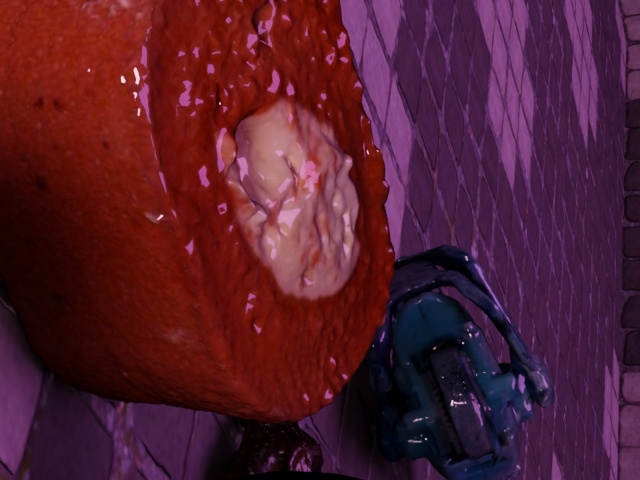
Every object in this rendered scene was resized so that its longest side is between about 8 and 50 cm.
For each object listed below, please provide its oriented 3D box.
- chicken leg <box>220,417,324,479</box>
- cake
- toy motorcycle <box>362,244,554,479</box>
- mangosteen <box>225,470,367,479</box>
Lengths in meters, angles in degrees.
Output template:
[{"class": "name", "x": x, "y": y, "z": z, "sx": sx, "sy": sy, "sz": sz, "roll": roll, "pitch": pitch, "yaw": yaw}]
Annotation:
[{"class": "chicken leg", "x": -0.034, "y": 0.197, "z": 0.925, "sx": 0.105, "sy": 0.063, "sz": 0.234, "roll": 55, "pitch": 37, "yaw": -50}, {"class": "cake", "x": -0.072, "y": -0.038, "z": 0.721, "sx": 0.177, "sy": 0.151, "sz": 0.283, "roll": -45, "pitch": 133, "yaw": -44}, {"class": "toy motorcycle", "x": 0.108, "y": 0.114, "z": 1.269, "sx": 0.260, "sy": 0.154, "sz": 0.206, "roll": 64, "pitch": 4, "yaw": -64}, {"class": "mangosteen", "x": -0.013, "y": 0.254, "z": 0.670, "sx": 0.300, "sy": 0.300, "sz": 0.300, "roll": -4, "pitch": 90, "yaw": -72}]
